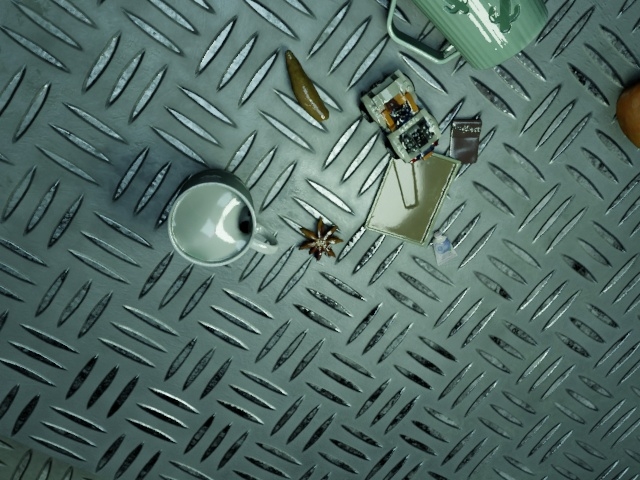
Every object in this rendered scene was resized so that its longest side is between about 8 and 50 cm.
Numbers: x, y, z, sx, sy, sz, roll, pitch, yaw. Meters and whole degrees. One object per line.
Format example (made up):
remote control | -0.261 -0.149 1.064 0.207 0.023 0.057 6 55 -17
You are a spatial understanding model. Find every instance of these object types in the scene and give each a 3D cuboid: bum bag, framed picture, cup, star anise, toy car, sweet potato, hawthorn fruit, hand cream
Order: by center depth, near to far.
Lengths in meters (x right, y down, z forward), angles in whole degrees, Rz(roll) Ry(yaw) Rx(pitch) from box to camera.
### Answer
cup | 0.418 -0.729 1.540 0.392 0.401 0.310 42 65 -24
sweet potato | -0.057 -0.481 1.645 0.077 0.077 0.243 -34 105 4
cup | -0.292 -0.067 1.649 0.357 0.274 0.259 27 104 -18
toy car | 0.271 -0.397 1.690 0.193 0.118 0.301 -37 102 -2
hawthorn fruit | 1.134 -0.452 1.733 0.268 0.268 0.301 -37 102 6
bum bag | 0.502 -0.342 1.799 0.109 0.026 0.159 -4 112 -5
star anise | 0.000 0.001 1.832 0.168 0.057 0.168 -3 111 -8
framed picture | 0.321 -0.160 1.834 0.247 0.022 0.335 16 107 -10
hand cream | 0.454 0.027 1.918 0.084 0.053 0.142 -28 121 1
